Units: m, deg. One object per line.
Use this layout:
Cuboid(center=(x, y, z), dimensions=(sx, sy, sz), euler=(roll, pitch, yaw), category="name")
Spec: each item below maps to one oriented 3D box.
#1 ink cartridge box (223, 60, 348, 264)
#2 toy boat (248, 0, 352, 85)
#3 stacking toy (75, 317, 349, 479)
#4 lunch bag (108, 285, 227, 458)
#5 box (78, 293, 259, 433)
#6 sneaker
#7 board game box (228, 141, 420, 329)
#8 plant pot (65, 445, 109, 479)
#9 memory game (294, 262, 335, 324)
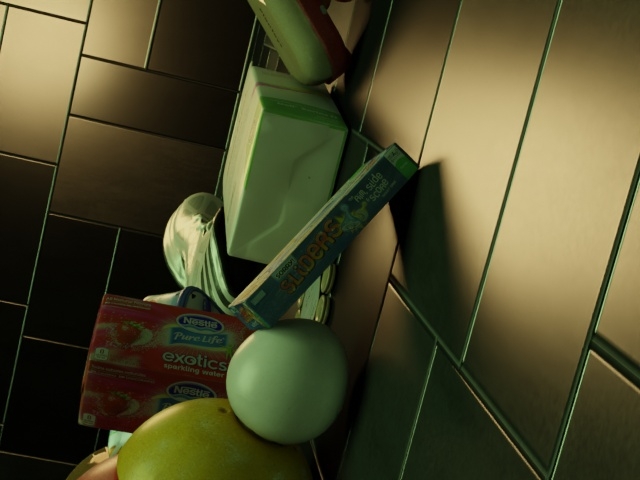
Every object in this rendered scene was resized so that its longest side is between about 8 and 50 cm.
Cuboid(center=(-0.059, -0.118, 1.631), dimensions=(0.353, 0.119, 0.207), euler=(-107, 30, -69), category="ink cartridge box")
Cuboid(center=(-0.008, -0.333, 1.575), dimensions=(0.231, 0.151, 0.151), euler=(60, 171, -5), category="toy boat")
Cuboid(center=(-0.113, 0.283, 1.169), dimensions=(0.480, 0.351, 0.350), euler=(-55, 16, 14), category="stacking toy")
Cuboid(center=(-0.190, 0.230, 1.653), dimensions=(0.243, 0.115, 0.303), euler=(54, -147, -45), category="lunch bag")
Cuboid(center=(-0.167, 0.171, 1.481), dimensions=(0.128, 0.257, 0.122), euler=(-90, 14, -52), category="box")
Cuboid(center=(-0.156, 0.003, 2.056), dimensions=(0.447, 0.169, 0.257), euler=(-103, 34, -51), category="sneaker")
Cuboid(center=(0.000, 0.000, 1.096), dimensions=(0.201, 0.035, 0.136), euler=(-47, 4, -12), category="board game box")
Cuboid(center=(-0.263, 0.463, 1.817), dimensions=(0.254, 0.237, 0.237), euler=(13, 90, 57), category="plant pot")
Cuboid(center=(-0.008, 0.074, 1.416), dimensions=(0.186, 0.012, 0.186), euler=(-167, 90, -80), category="memory game")
